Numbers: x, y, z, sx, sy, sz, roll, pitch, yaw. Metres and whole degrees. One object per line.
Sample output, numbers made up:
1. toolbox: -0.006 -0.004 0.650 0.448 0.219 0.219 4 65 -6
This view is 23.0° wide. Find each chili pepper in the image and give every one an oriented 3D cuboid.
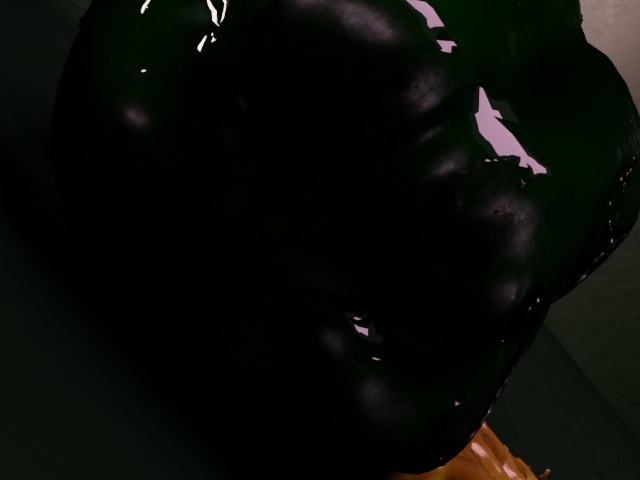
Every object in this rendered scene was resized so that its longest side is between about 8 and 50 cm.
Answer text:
1. chili pepper: 0.017 -0.039 0.689 0.248 0.233 0.257 44 17 1

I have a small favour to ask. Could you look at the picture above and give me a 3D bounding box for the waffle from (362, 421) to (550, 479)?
1. waffle: 0.128 0.199 0.787 0.312 0.060 0.307 50 10 3
